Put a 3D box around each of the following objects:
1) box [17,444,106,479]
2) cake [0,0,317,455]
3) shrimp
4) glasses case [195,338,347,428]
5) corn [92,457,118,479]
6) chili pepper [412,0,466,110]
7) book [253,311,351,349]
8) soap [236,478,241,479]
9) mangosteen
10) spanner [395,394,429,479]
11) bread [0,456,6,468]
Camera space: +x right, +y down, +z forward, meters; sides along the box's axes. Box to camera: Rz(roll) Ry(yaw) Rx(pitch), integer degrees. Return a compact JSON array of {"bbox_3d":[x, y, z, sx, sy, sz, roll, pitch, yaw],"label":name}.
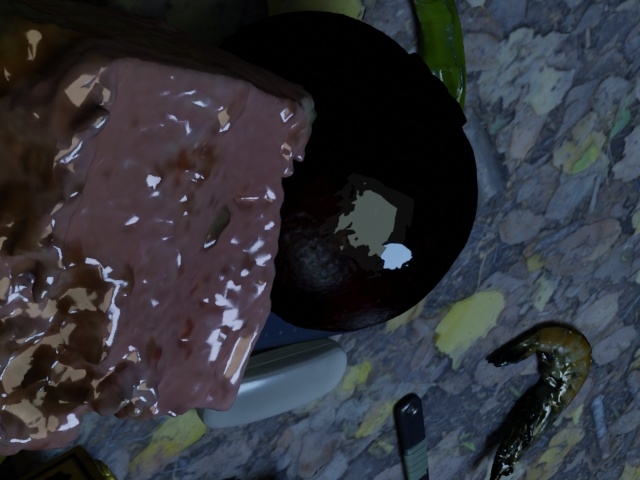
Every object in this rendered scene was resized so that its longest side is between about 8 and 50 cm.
[{"bbox_3d":[-0.328,0.362,1.395,0.302,0.084,0.192,-29,130,-16],"label":"box"},{"bbox_3d":[-0.201,-0.027,1.026,0.307,0.293,0.314,6,108,-55],"label":"cake"},{"bbox_3d":[0.267,0.223,1.923,0.198,0.051,0.262,26,102,-42],"label":"shrimp"},{"bbox_3d":[-0.054,0.162,1.581,0.193,0.049,0.074,-14,132,-31],"label":"glasses case"},{"bbox_3d":[-0.301,0.312,1.487,0.203,0.072,0.072,-41,141,-6],"label":"corn"},{"bbox_3d":[0.123,-0.189,1.426,0.052,0.050,0.201,-18,134,-7],"label":"chili pepper"},{"bbox_3d":[0.000,0.000,1.506,0.191,0.025,0.269,-7,128,-36],"label":"book"},{"bbox_3d":[-0.136,0.411,1.673,0.325,0.127,0.220,-9,131,-37],"label":"soap"},{"bbox_3d":[-0.016,-0.051,1.232,0.313,0.297,0.297,-28,139,-25],"label":"mangosteen"},{"bbox_3d":[0.136,0.312,1.904,0.087,0.024,0.315,-30,138,-20],"label":"spanner"},{"bbox_3d":[-0.387,0.285,1.401,0.088,0.049,0.226,2,122,-41],"label":"bread"}]
